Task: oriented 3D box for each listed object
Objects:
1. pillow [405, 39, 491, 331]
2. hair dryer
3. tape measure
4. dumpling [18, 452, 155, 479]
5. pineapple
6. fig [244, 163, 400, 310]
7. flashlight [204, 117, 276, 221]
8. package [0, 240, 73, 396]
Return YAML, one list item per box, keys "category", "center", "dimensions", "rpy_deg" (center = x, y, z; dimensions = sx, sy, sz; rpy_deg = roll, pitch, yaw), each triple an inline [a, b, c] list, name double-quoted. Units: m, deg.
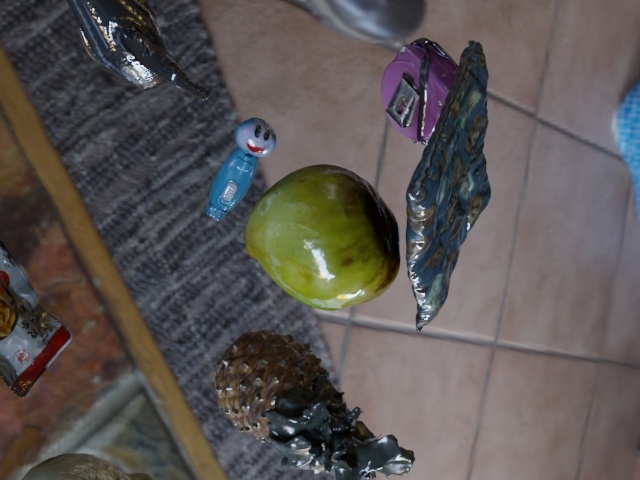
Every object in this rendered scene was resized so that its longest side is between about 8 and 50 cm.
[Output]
- category: "pillow"
  center: [0.122, -0.045, 1.050]
  dimensions: [0.256, 0.034, 0.189]
  rpy_deg: [79, 33, -57]
- category: "hair dryer"
  center: [-0.258, -0.296, 1.561]
  dimensions: [0.120, 0.359, 0.304]
  rpy_deg: [-41, 136, -10]
- category: "tape measure"
  center: [0.132, -0.185, 1.376]
  dimensions: [0.074, 0.118, 0.125]
  rpy_deg: [-20, 143, -32]
- category: "dumpling"
  center: [-0.205, 0.280, 1.066]
  dimensions: [0.179, 0.252, 0.131]
  rpy_deg: [1, 104, -51]
- category: "pineapple"
  center: [-0.006, 0.221, 1.389]
  dimensions: [0.170, 0.310, 0.141]
  rpy_deg: [24, 92, -39]
- category: "fig"
  center: [0.010, -0.004, 1.041]
  dimensions: [0.153, 0.121, 0.136]
  rpy_deg: [34, 36, -15]
- category: "flashlight"
  center: [-0.095, -0.083, 1.290]
  dimensions: [0.051, 0.051, 0.129]
  rpy_deg: [16, 106, -49]
- category: "package"
  center: [-0.530, 0.131, 1.859]
  dimensions: [0.154, 0.030, 0.239]
  rpy_deg: [-51, 123, -34]
